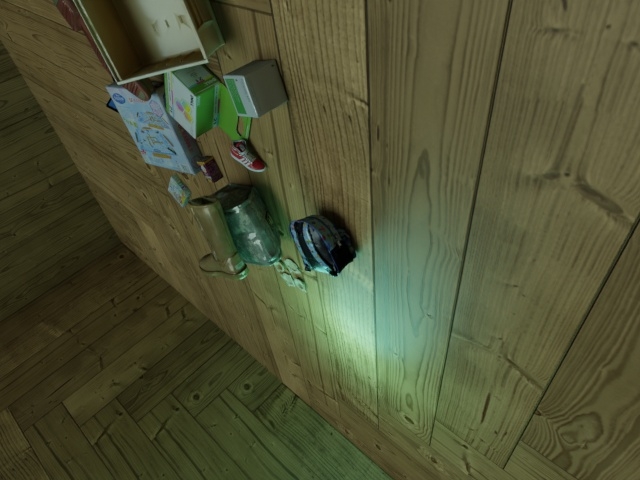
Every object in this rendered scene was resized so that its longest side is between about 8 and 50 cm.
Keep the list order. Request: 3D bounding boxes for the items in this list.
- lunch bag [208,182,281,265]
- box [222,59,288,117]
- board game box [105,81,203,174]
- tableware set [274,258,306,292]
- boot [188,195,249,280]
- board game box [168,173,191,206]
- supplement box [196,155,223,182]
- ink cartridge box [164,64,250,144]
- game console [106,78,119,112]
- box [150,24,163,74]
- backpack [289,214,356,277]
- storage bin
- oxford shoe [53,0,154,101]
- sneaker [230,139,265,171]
[{"bbox_3d":[-0.246,-0.050,1.493,0.287,0.169,0.235,17,137,53],"label":"lunch bag"},{"bbox_3d":[-0.149,-0.352,1.049,0.087,0.102,0.101,18,138,42],"label":"box"},{"bbox_3d":[-0.587,-0.406,1.622,0.319,0.066,0.318,17,139,35],"label":"board game box"},{"bbox_3d":[-0.115,0.124,1.675,0.169,0.020,0.141,4,128,53],"label":"tableware set"},{"bbox_3d":[-0.347,-0.014,1.432,0.236,0.089,0.269,5,126,38],"label":"boot"},{"bbox_3d":[-0.618,-0.216,1.978,0.103,0.026,0.154,51,152,-2],"label":"board game box"},{"bbox_3d":[-0.387,-0.249,1.584,0.055,0.043,0.083,13,136,47],"label":"supplement box"},{"bbox_3d":[-0.322,-0.367,1.288,0.255,0.097,0.189,45,151,9],"label":"ink cartridge box"},{"bbox_3d":[-0.769,-0.562,1.708,0.144,0.085,0.124,29,146,33],"label":"game console"},{"bbox_3d":[-0.465,-0.567,1.226,0.156,0.093,0.158,34,151,7],"label":"box"},{"bbox_3d":[0.000,0.000,1.250,0.158,0.117,0.173,6,131,53],"label":"backpack"},{"bbox_3d":[-0.399,-0.532,1.045,0.262,0.123,0.260,-5,127,20],"label":"storage bin"},{"bbox_3d":[-0.616,-0.612,1.354,0.397,0.146,0.140,55,154,-19],"label":"oxford shoe"},{"bbox_3d":[-0.212,-0.248,1.316,0.118,0.042,0.067,30,151,8],"label":"sneaker"}]
